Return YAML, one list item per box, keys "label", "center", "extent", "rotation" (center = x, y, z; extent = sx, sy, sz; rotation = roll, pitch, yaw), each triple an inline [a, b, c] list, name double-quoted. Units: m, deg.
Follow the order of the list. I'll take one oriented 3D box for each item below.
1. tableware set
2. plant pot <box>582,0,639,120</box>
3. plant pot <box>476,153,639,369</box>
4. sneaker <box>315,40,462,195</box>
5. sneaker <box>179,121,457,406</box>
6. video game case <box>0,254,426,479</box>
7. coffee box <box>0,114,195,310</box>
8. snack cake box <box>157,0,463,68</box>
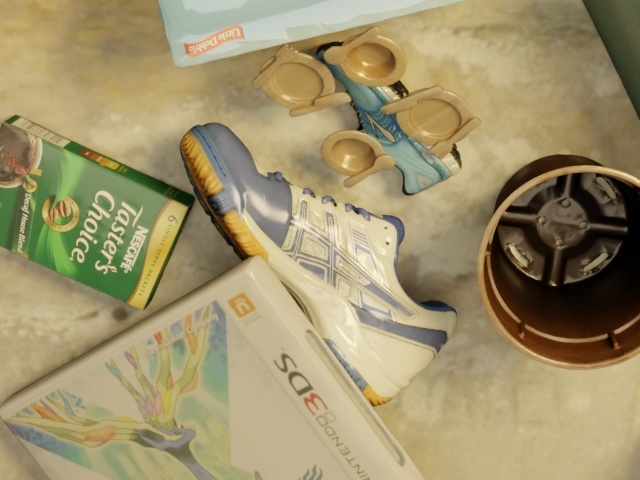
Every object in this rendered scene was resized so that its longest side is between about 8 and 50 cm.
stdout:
- label: "tableware set"
  center: [0.036, -0.111, 1.116]
  extent: [0.141, 0.020, 0.169]
  rotation: [-22, 130, 35]
- label: "plant pot"
  center: [0.352, -0.176, 1.041]
  extent: [0.247, 0.252, 0.247]
  rotation: [-26, 101, 11]
- label: "plant pot"
  center: [0.210, 0.002, 1.141]
  extent: [0.167, 0.165, 0.167]
  rotation: [1, 105, 3]
- label: "sneaker"
  center: [0.048, -0.103, 1.179]
  extent: [0.073, 0.063, 0.162]
  rotation: [-40, 98, 16]
- label: "sneaker"
  center: [0.000, 0.000, 1.201]
  extent: [0.131, 0.112, 0.296]
  rotation: [-39, 101, -5]
- label: "video game case"
  center: [-0.092, 0.203, 1.225]
  extent: [0.329, 0.036, 0.300]
  rotation: [-30, 102, 31]
- label: "coffee box"
  center: [-0.218, -0.025, 1.227]
  extent: [0.184, 0.040, 0.113]
  rotation: [26, 105, -3]
- label: "snack cake box"
  center: [0.008, -0.219, 1.104]
  extent: [0.264, 0.152, 0.089]
  rotation: [-13, 103, 7]
